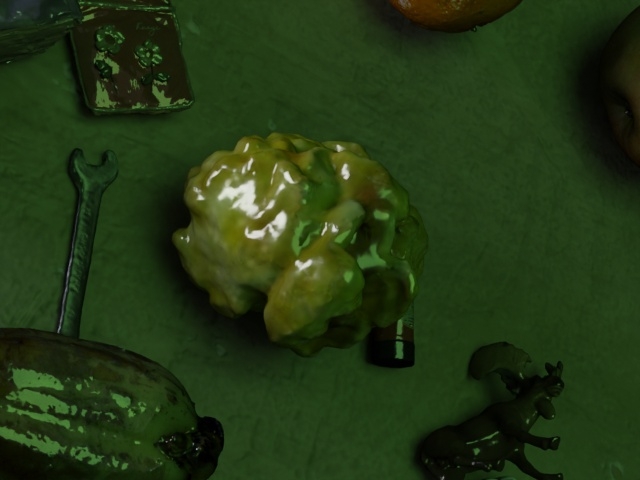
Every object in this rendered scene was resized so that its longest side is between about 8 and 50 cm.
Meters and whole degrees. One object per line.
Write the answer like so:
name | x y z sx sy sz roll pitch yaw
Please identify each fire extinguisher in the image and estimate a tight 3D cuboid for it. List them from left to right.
fire extinguisher | 0.081 0.051 1.700 0.062 0.050 0.177 43 46 -67

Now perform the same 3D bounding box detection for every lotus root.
lotus root | -0.244 0.162 1.391 0.309 0.173 0.173 20 67 -28

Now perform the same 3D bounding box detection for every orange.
orange | 0.160 -0.324 1.776 0.193 0.193 0.161 -36 123 -35

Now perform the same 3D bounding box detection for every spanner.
spanner | -0.240 0.024 1.516 0.054 0.015 0.255 18 68 -31

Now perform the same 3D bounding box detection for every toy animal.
toy animal | 0.203 0.199 1.704 0.214 0.186 0.094 -21 120 -15

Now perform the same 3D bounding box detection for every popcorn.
popcorn | 0.000 0.000 1.557 0.250 0.235 0.242 -14 67 -47

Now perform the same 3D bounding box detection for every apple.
apple | 0.472 -0.195 1.914 0.234 0.257 0.257 -22 90 -5

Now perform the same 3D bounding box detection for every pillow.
pillow | -0.208 -0.240 1.591 0.126 0.043 0.233 -5 79 -33

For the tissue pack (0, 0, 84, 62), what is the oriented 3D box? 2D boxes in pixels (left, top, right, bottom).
tissue pack | -0.395 -0.330 1.443 0.242 0.125 0.344 -16 84 -34

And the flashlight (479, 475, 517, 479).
flashlight | 0.205 0.364 1.699 0.093 0.047 0.200 -3 81 -34
